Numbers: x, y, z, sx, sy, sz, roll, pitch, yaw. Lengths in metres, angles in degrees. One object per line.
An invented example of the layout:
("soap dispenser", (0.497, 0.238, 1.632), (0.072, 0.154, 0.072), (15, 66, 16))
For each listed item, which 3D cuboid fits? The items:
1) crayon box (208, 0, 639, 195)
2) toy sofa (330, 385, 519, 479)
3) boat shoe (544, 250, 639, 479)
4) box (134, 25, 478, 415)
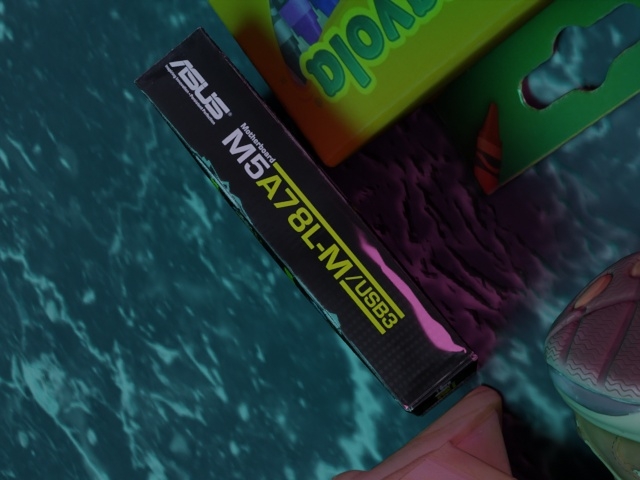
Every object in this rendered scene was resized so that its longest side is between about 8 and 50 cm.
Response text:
("crayon box", (0.013, -0.170, 0.729), (0.318, 0.081, 0.202), (54, 143, 2))
("toy sofa", (0.154, 0.227, 0.794), (0.362, 0.177, 0.150), (24, 133, 35))
("boat shoe", (0.232, 0.094, 0.666), (0.324, 0.123, 0.116), (22, 139, 46))
("box", (0.000, 0.000, 0.822), (0.184, 0.045, 0.191), (52, 180, 9))
